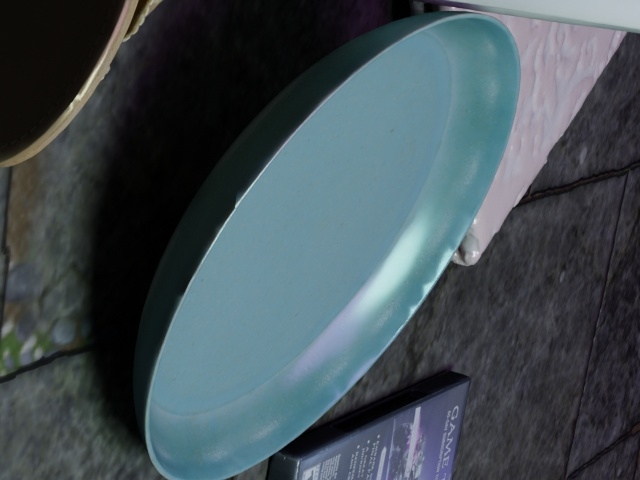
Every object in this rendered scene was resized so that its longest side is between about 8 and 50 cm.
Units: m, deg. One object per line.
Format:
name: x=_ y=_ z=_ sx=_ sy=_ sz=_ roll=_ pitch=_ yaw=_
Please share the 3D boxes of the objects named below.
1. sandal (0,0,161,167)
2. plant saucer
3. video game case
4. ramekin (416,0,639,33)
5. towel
sandal: x=-0.087 y=-0.137 z=0.747 sx=0.079 sy=0.088 sz=0.240 roll=24 pitch=79 yaw=-57
plant saucer: x=0.000 y=0.000 z=0.957 sx=0.317 sy=0.044 sz=0.317 roll=-43 pitch=156 yaw=-25
video game case: x=0.028 y=0.215 z=1.237 sx=0.274 sy=0.026 sz=0.196 roll=-15 pitch=118 yaw=-60
ramekin: x=0.108 y=-0.182 z=0.882 sx=0.273 sy=0.273 sz=0.127 roll=-7 pitch=107 yaw=-61
towel: x=0.151 y=-0.198 z=1.203 sx=0.332 sy=0.053 sz=0.317 roll=-52 pitch=146 yaw=-36
